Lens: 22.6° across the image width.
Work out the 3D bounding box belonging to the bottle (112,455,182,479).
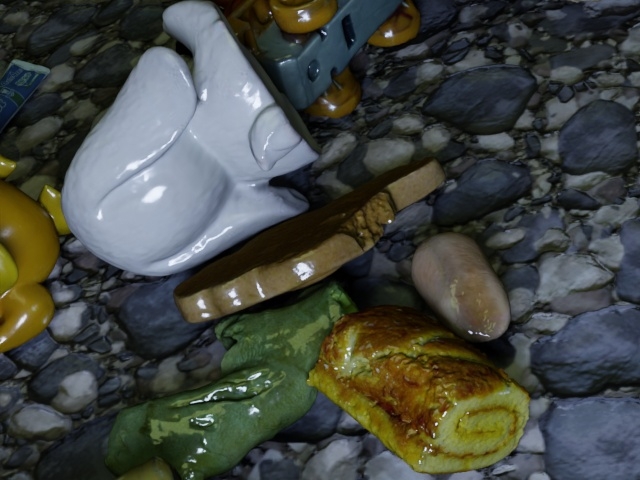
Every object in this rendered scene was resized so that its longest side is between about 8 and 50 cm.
[{"bbox_3d":[-0.248,0.330,1.322,0.351,0.171,0.171,-27,42,-4],"label":"bottle"}]

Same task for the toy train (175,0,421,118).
[{"bbox_3d":[-0.019,-0.290,1.894,0.231,0.163,0.369,15,51,32],"label":"toy train"}]

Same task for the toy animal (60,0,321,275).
[{"bbox_3d":[-0.152,-0.082,1.671,0.265,0.272,0.206,-35,43,3],"label":"toy animal"}]

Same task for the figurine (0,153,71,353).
[{"bbox_3d":[-0.372,0.029,1.702,0.215,0.215,0.228,-7,28,14],"label":"figurine"}]

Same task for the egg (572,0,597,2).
[{"bbox_3d":[0.334,-0.426,1.841,0.279,0.279,0.310,17,65,34],"label":"egg"}]

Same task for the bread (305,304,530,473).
[{"bbox_3d":[0.090,0.130,1.440,0.132,0.103,0.172,-4,26,-37],"label":"bread"}]

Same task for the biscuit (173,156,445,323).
[{"bbox_3d":[-0.002,0.000,1.628,0.320,0.047,0.183,-34,18,-32],"label":"biscuit"}]

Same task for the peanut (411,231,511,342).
[{"bbox_3d":[0.136,0.047,1.545,0.076,0.076,0.152,-23,39,-4],"label":"peanut"}]

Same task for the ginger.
[{"bbox_3d":[-0.075,0.137,1.523,0.137,0.089,0.290,37,69,23],"label":"ginger"}]

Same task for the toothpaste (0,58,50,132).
[{"bbox_3d":[-0.405,-0.161,2.006,0.057,0.035,0.197,15,49,13],"label":"toothpaste"}]
